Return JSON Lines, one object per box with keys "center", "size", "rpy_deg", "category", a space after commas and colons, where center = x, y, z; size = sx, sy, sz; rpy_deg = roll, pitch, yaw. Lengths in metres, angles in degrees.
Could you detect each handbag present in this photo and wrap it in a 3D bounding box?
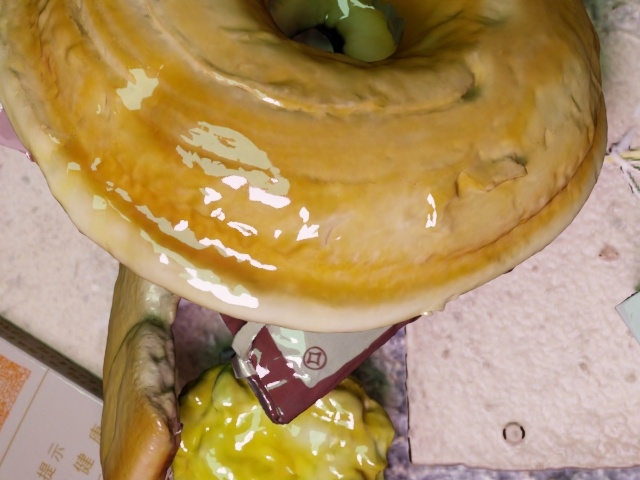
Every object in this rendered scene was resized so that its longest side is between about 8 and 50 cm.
{"center": [0.000, 0.000, 1.235], "size": [0.235, 0.127, 0.213], "rpy_deg": [-34, 79, -22], "category": "handbag"}

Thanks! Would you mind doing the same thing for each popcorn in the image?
{"center": [-0.029, 0.182, 1.267], "size": [0.198, 0.155, 0.197], "rpy_deg": [-7, 71, 22], "category": "popcorn"}

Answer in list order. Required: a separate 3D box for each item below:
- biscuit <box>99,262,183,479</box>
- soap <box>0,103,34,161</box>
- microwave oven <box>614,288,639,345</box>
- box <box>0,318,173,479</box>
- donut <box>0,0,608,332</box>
{"center": [-0.143, 0.070, 1.280], "size": [0.045, 0.154, 0.299], "rpy_deg": [9, 55, -17], "category": "biscuit"}
{"center": [-0.183, -0.195, 1.277], "size": [0.098, 0.218, 0.273], "rpy_deg": [28, 97, 34], "category": "soap"}
{"center": [0.342, 0.045, 1.154], "size": [0.208, 0.122, 0.162], "rpy_deg": [-34, 82, 15], "category": "microwave oven"}
{"center": [-0.311, 0.169, 1.400], "size": [0.365, 0.051, 0.204], "rpy_deg": [30, 101, 14], "category": "box"}
{"center": [-0.006, -0.125, 1.119], "size": [0.449, 0.449, 0.198], "rpy_deg": [41, 143, 12], "category": "donut"}
